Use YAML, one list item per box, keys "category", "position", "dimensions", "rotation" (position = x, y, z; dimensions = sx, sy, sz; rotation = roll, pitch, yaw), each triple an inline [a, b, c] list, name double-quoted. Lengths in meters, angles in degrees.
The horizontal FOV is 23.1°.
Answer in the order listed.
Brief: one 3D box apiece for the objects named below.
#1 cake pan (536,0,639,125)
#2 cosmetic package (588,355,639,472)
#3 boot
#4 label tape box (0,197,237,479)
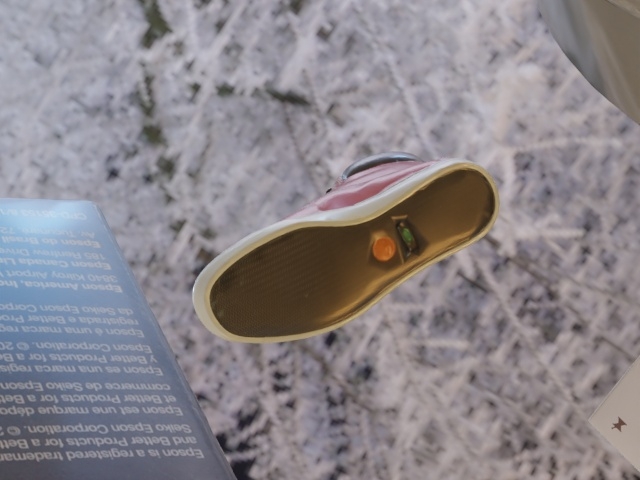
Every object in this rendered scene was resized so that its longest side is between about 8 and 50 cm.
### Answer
- category: "cake pan"
  position: [0.185, -0.093, 0.430]
  dimensions: [0.293, 0.054, 0.293]
  rotation: [-1, -140, 1]
- category: "cosmetic package"
  position: [0.448, 0.213, 1.317]
  dimensions: [0.377, 0.284, 0.097]
  rotation: [45, -51, 20]
- category: "boot"
  position: [0.000, 0.000, 1.225]
  dimensions: [0.244, 0.088, 0.176]
  rotation: [-24, -165, -15]
- category: "label tape box"
  position: [-0.156, 0.119, 0.557]
  dimensions: [0.347, 0.249, 0.115]
  rotation: [58, -44, 44]
